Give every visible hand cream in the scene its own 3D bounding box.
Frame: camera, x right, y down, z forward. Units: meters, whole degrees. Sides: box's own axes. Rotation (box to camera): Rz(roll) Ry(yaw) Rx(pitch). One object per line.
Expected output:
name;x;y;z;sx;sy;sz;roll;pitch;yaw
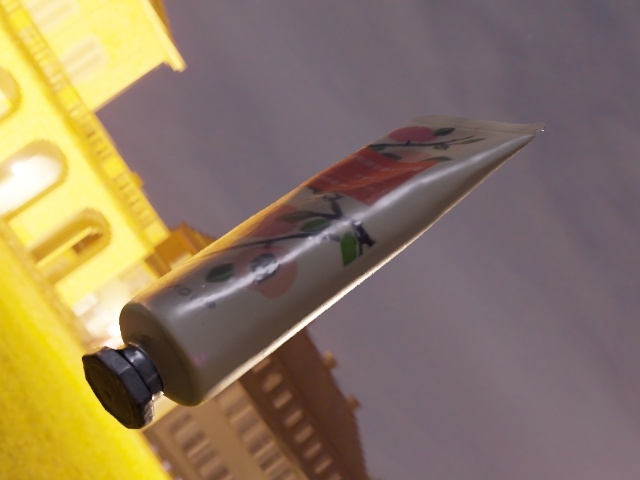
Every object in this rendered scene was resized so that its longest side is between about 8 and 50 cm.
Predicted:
hand cream;0.000;0.000;0.530;0.080;0.234;0.050;14;-49;47
